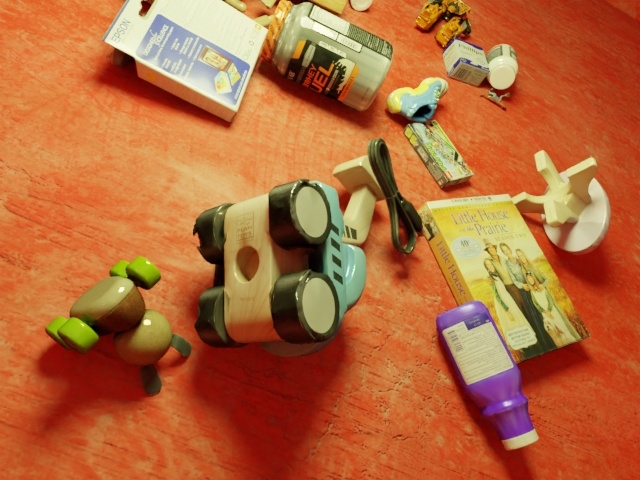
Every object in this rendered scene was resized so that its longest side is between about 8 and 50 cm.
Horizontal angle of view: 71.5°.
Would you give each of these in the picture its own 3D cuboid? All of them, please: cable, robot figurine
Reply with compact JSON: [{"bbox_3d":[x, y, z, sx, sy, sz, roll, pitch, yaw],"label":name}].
[{"bbox_3d":[0.152,-0.080,0.981,0.287,0.072,0.139,53,52,-29],"label":"cable"},{"bbox_3d":[0.471,-0.835,1.664,0.211,0.085,0.291,38,53,0],"label":"robot figurine"}]

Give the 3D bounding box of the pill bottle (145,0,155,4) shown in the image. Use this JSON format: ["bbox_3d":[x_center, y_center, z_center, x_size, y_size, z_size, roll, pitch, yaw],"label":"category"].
[{"bbox_3d":[-0.457,-0.684,1.131,0.215,0.117,0.117,28,53,-5],"label":"pill bottle"}]

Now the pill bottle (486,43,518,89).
[{"bbox_3d":[0.640,-0.611,1.574,0.108,0.108,0.180,28,45,-6],"label":"pill bottle"}]

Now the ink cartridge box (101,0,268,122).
[{"bbox_3d":[-0.304,-0.472,1.057,0.307,0.072,0.303,24,61,-19],"label":"ink cartridge box"}]

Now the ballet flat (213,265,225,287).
[{"bbox_3d":[-0.173,0.065,0.851,0.057,0.049,0.173,-1,51,10],"label":"ballet flat"}]

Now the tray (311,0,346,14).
[{"bbox_3d":[-0.115,-0.814,1.349,0.411,0.076,0.203,21,27,-12],"label":"tray"}]

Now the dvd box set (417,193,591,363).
[{"bbox_3d":[0.447,0.080,1.100,0.307,0.062,0.420,-6,64,-28],"label":"dvd box set"}]

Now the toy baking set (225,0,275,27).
[{"bbox_3d":[-0.234,-0.667,1.231,0.256,0.030,0.197,-38,104,-23],"label":"toy baking set"}]

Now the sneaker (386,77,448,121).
[{"bbox_3d":[0.313,-0.403,1.311,0.240,0.091,0.126,-26,56,-24],"label":"sneaker"}]

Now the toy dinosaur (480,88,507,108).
[{"bbox_3d":[0.613,-0.488,1.556,0.090,0.047,0.082,-27,86,4],"label":"toy dinosaur"}]

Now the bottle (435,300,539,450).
[{"bbox_3d":[0.340,0.268,0.903,0.118,0.092,0.283,-26,67,11],"label":"bottle"}]

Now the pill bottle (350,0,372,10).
[{"bbox_3d":[0.130,-0.868,1.535,0.078,0.078,0.137,2,60,-23],"label":"pill bottle"}]

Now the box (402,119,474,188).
[{"bbox_3d":[0.335,-0.250,1.270,0.114,0.036,0.207,-17,69,-31],"label":"box"}]

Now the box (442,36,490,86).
[{"bbox_3d":[0.509,-0.626,1.560,0.126,0.072,0.137,11,56,-19],"label":"box"}]

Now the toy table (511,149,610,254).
[{"bbox_3d":[0.663,-0.113,1.221,0.161,0.252,0.274,28,40,-26],"label":"toy table"}]

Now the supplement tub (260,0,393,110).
[{"bbox_3d":[0.016,-0.491,1.178,0.316,0.193,0.193,22,54,-10],"label":"supplement tub"}]

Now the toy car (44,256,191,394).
[{"bbox_3d":[-0.295,0.147,0.710,0.188,0.149,0.155,54,53,-23],"label":"toy car"}]

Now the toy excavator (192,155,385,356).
[{"bbox_3d":[0.000,0.000,0.865,0.445,0.222,0.433,17,65,-53],"label":"toy excavator"}]

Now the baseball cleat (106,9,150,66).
[{"bbox_3d":[-0.409,-0.467,1.049,0.109,0.072,0.206,26,57,-16],"label":"baseball cleat"}]
